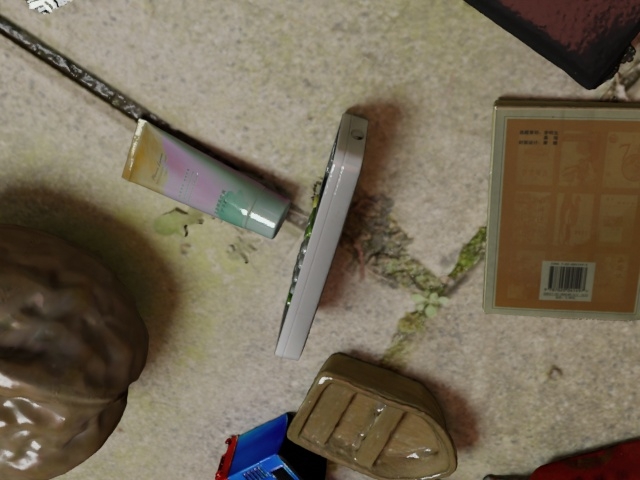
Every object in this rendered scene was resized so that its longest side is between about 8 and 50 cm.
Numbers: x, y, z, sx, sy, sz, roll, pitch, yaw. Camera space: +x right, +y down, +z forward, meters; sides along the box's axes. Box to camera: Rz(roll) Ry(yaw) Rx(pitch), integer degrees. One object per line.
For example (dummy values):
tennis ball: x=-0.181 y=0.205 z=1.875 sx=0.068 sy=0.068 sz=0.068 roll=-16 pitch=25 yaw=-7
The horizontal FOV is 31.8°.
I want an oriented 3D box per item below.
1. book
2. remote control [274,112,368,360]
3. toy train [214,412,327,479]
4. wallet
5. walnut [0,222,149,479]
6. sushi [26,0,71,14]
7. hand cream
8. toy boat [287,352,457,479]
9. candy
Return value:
book: x=0.250 y=-0.025 z=1.117 sx=0.170 sy=0.018 sz=0.241 roll=3 pitch=121 yaw=6
remote control: x=0.000 y=0.000 z=1.123 sx=0.034 sy=0.103 sz=0.250 roll=16 pitch=122 yaw=-4
toy train: x=-0.032 y=0.313 z=1.324 sx=0.131 sy=0.082 sz=0.204 roll=-30 pitch=112 yaw=21
wallet: x=0.195 y=-0.250 z=0.981 sx=0.250 sy=0.044 sz=0.149 roll=32 pitch=116 yaw=-10
walnut: x=-0.319 y=0.113 z=1.167 sx=0.273 sy=0.227 sz=0.273 roll=2 pitch=120 yaw=3
sushi: x=-0.227 y=-0.329 z=1.002 sx=0.210 sy=0.040 sz=0.192 roll=-25 pitch=121 yaw=19
hand cream: x=-0.117 y=-0.057 z=1.146 sx=0.174 sy=0.047 sz=0.076 roll=26 pitch=123 yaw=3
toy boat: x=0.068 y=0.204 z=1.256 sx=0.188 sy=0.061 sz=0.116 roll=25 pitch=120 yaw=-6
candy: x=0.311 y=0.273 z=1.247 sx=0.292 sy=0.086 sz=0.059 roll=-15 pitch=127 yaw=17
